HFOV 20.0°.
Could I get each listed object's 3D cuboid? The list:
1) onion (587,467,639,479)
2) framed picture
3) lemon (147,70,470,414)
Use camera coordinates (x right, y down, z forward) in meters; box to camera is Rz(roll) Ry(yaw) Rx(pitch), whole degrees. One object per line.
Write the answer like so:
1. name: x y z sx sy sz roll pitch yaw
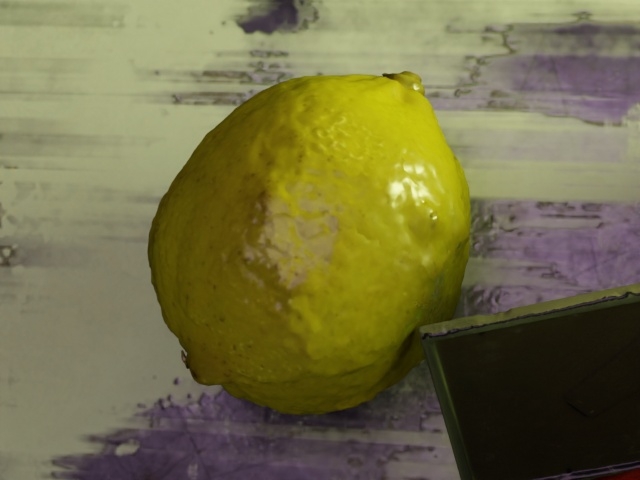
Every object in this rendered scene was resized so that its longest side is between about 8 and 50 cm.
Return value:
1. onion: 0.241 0.346 1.387 0.341 0.341 0.341 -3 76 10
2. framed picture: 0.244 0.123 1.511 0.289 0.213 0.016 -12 38 8
3. lemon: 0.000 0.000 1.549 0.268 0.268 0.322 41 82 17
